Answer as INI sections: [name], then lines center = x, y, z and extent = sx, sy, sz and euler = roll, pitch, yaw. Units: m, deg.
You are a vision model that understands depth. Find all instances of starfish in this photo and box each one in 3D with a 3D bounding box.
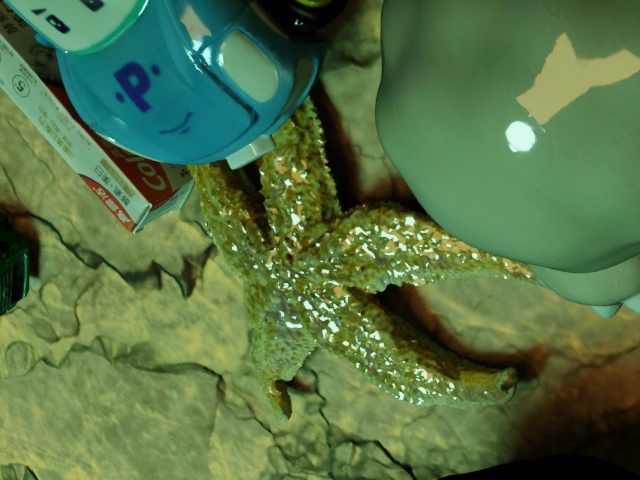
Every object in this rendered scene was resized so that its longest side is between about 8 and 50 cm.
[starfish]
center = -0.003, 0.001, 0.942
extent = 0.299, 0.060, 0.302
euler = -32, 91, 48

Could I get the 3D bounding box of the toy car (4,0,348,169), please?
[toy car]
center = -0.123, -0.183, 0.848
extent = 0.198, 0.166, 0.314
euler = -22, 92, 48

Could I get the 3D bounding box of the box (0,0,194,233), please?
[box]
center = -0.182, -0.103, 1.033
extent = 0.218, 0.055, 0.039
euler = 49, 137, 8

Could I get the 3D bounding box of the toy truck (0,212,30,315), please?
[toy truck]
center = -0.306, 0.008, 1.184
extent = 0.147, 0.079, 0.065
euler = 28, 128, 26

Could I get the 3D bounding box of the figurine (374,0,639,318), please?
[figurine]
center = 0.096, -0.142, 0.673
extent = 0.380, 0.203, 0.248
euler = 56, 139, 1

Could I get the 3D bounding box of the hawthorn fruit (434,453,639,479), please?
[hawthorn fruit]
center = 0.125, 0.272, 0.839
extent = 0.316, 0.316, 0.316
euler = 20, 126, 31
